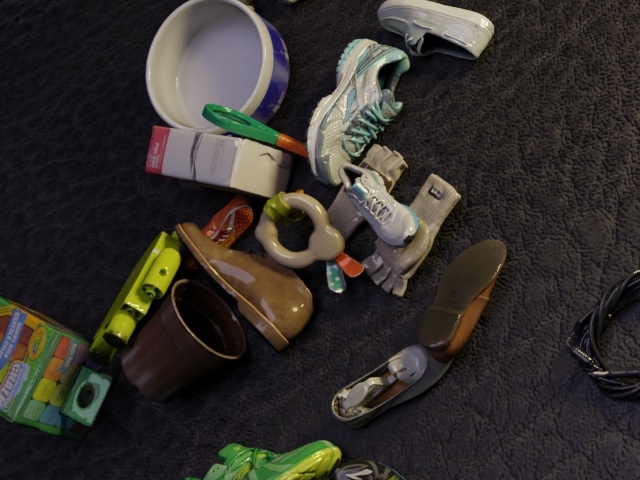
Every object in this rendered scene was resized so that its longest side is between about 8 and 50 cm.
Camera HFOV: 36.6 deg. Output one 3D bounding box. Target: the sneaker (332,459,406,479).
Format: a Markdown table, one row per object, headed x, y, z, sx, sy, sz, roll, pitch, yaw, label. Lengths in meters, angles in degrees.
| x | y | z | sx | sy | sz | roll | pitch | yaw | label |
| --- | --- | --- | --- | --- | --- | --- | --- | --- | --- |
| 0.094 | 0.363 | 1.392 | 0.188 | 0.078 | 0.067 | 19 | 79 | 38 | sneaker |

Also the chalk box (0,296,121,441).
| x | y | z | sx | sy | sz | roll | pitch | yaw | label |
| --- | --- | --- | --- | --- | --- | --- | --- | --- | --- |
| -0.502 | 0.243 | 1.766 | 0.289 | 0.179 | 0.180 | 19 | 80 | 37 | chalk box |

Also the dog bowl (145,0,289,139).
| x | y | z | sx | sy | sz | roll | pitch | yaw | label |
| --- | --- | --- | --- | --- | --- | --- | --- | --- | --- |
| -0.195 | -0.322 | 1.834 | 0.265 | 0.104 | 0.265 | -3 | 83 | 25 | dog bowl |

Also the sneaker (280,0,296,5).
| x | y | z | sx | sy | sz | roll | pitch | yaw | label |
| --- | --- | --- | --- | --- | --- | --- | --- | --- | --- |
| -0.086 | -0.576 | 1.931 | 0.091 | 0.094 | 0.258 | -29 | 56 | 13 | sneaker |

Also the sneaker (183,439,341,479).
| x | y | z | sx | sy | sz | roll | pitch | yaw | label |
| --- | --- | --- | --- | --- | --- | --- | --- | --- | --- |
| -0.107 | 0.365 | 1.500 | 0.295 | 0.109 | 0.123 | -27 | 60 | 20 | sneaker |

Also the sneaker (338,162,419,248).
| x | y | z | sx | sy | sz | roll | pitch | yaw | label |
| --- | --- | --- | --- | --- | --- | --- | --- | --- | --- |
| 0.082 | -0.058 | 1.533 | 0.071 | 0.083 | 0.191 | -49 | 47 | 11 | sneaker |

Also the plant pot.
| x | y | z | sx | sy | sz | roll | pitch | yaw | label |
| --- | --- | --- | --- | --- | --- | --- | --- | --- | --- |
| -0.241 | 0.181 | 1.650 | 0.165 | 0.167 | 0.167 | -42 | 52 | 21 | plant pot |

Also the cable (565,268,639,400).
| x | y | z | sx | sy | sz | roll | pitch | yaw | label |
| --- | --- | --- | --- | --- | --- | --- | --- | --- | --- |
| 0.432 | 0.125 | 1.305 | 0.184 | 0.047 | 0.150 | -43 | 53 | 8 | cable |

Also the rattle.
| x | y | z | sx | sy | sz | roll | pitch | yaw | label |
| --- | --- | --- | --- | --- | --- | --- | --- | --- | --- |
| 0.000 | 0.000 | 1.621 | 0.199 | 0.143 | 0.130 | 27 | 90 | 13 | rattle |

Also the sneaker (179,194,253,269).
| x | y | z | sx | sy | sz | roll | pitch | yaw | label |
| --- | --- | --- | --- | --- | --- | --- | --- | --- | --- |
| -0.188 | -0.010 | 1.768 | 0.175 | 0.064 | 0.067 | -39 | 28 | 11 | sneaker |

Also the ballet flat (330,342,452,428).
| x | y | z | sx | sy | sz | roll | pitch | yaw | label |
| --- | --- | --- | --- | --- | --- | --- | --- | --- | --- |
| 0.107 | 0.212 | 1.459 | 0.213 | 0.068 | 0.072 | -37 | 54 | 13 | ballet flat |

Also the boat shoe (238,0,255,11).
| x | y | z | sx | sy | sz | roll | pitch | yaw | label |
| --- | --- | --- | --- | --- | --- | --- | --- | --- | --- |
| -0.166 | -0.459 | 1.943 | 0.073 | 0.080 | 0.223 | 3 | 76 | 27 | boat shoe |

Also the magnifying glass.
| x | y | z | sx | sy | sz | roll | pitch | yaw | label |
| --- | --- | --- | --- | --- | --- | --- | --- | --- | --- |
| -0.099 | -0.188 | 1.707 | 0.092 | 0.231 | 0.026 | -86 | 17 | -71 | magnifying glass |

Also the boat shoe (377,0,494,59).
| x | y | z | sx | sy | sz | roll | pitch | yaw | label |
| --- | --- | --- | --- | --- | --- | --- | --- | --- | --- |
| 0.184 | -0.359 | 1.666 | 0.227 | 0.079 | 0.081 | 19 | 75 | 34 | boat shoe |

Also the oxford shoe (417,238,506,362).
| x | y | z | sx | sy | sz | roll | pitch | yaw | label |
| --- | --- | --- | --- | --- | --- | --- | --- | --- | --- |
| 0.217 | 0.090 | 1.451 | 0.076 | 0.076 | 0.212 | 19 | 64 | 39 | oxford shoe |

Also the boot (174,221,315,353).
| x | y | z | sx | sy | sz | roll | pitch | yaw | label |
| --- | --- | --- | --- | --- | --- | --- | --- | --- | --- |
| -0.131 | 0.055 | 1.661 | 0.115 | 0.112 | 0.305 | -44 | 66 | -8 | boot |

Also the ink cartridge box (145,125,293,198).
| x | y | z | sx | sy | sz | roll | pitch | yaw | label |
| --- | --- | --- | --- | --- | --- | --- | --- | --- | --- |
| -0.182 | -0.138 | 1.744 | 0.218 | 0.158 | 0.092 | 10 | 88 | 36 | ink cartridge box |

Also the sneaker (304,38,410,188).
| x | y | z | sx | sy | sz | roll | pitch | yaw | label |
| --- | --- | --- | --- | --- | --- | --- | --- | --- | --- |
| 0.067 | -0.220 | 1.662 | 0.122 | 0.110 | 0.283 | 12 | 76 | 32 | sneaker |

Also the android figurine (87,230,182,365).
| x | y | z | sx | sy | sz | roll | pitch | yaw | label |
| --- | --- | --- | --- | --- | --- | --- | --- | --- | --- |
| -0.321 | 0.092 | 1.723 | 0.248 | 0.056 | 0.273 | -44 | 16 | 46 | android figurine |

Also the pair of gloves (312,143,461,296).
| x | y | z | sx | sy | sz | roll | pitch | yaw | label |
| --- | --- | --- | --- | --- | --- | --- | --- | --- | --- |
| 0.106 | -0.039 | 1.590 | 0.240 | 0.042 | 0.204 | 36 | 96 | 45 | pair of gloves |
